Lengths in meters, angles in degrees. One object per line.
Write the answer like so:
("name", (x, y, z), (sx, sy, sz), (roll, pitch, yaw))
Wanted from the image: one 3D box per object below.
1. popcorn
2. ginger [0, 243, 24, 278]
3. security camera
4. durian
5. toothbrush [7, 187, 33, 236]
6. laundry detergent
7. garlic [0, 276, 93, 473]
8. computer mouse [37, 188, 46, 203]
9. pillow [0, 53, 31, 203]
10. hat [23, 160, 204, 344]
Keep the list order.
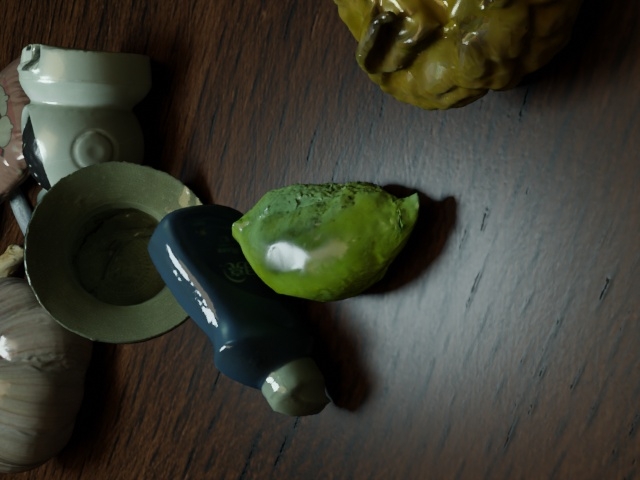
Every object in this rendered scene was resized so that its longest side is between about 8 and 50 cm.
("popcorn", (0.122, -0.237, 0.787), (0.250, 0.190, 0.250), (1, 91, 51))
("ginger", (-0.642, 0.095, 1.605), (0.089, 0.075, 0.288), (42, 126, -12))
("security camera", (-0.345, -0.162, 1.246), (0.194, 0.194, 0.236), (15, 105, 43))
("durian", (0.000, 0.000, 0.959), (0.250, 0.101, 0.139), (6, 93, 44))
("toothbrush", (-0.591, -0.126, 1.584), (0.035, 0.042, 0.413), (-51, 59, 31))
("laundry detergent", (-0.088, 0.086, 1.021), (0.094, 0.143, 0.290), (-52, 60, 28))
("garlic", (-0.498, 0.218, 1.372), (0.322, 0.241, 0.322), (10, 111, 28))
("computer mouse", (-0.433, -0.040, 1.405), (0.229, 0.068, 0.113), (-16, 77, 43))
("pillow", (-0.563, -0.194, 1.513), (0.223, 0.084, 0.236), (-34, 67, 25))
("hat", (-0.277, 0.027, 1.188), (0.130, 0.257, 0.257), (131, 129, -71))
